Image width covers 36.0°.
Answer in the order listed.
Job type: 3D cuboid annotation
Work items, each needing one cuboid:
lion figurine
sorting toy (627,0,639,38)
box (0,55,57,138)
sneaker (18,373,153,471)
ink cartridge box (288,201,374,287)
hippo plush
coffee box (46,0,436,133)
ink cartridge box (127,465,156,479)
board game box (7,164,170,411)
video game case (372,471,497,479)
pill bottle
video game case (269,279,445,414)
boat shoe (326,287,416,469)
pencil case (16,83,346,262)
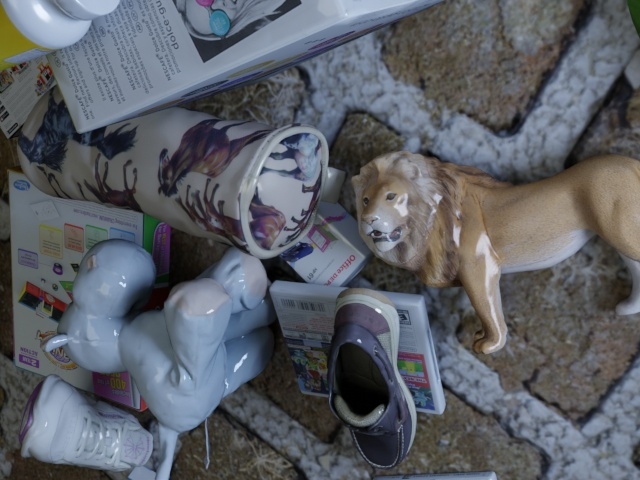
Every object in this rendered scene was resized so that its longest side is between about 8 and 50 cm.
[{"bbox_3d":[0.238,-0.015,1.070,0.392,0.142,0.240,-14,92,16],"label":"lion figurine"},{"bbox_3d":[0.395,-0.205,0.948,0.126,0.127,0.365,-30,88,2],"label":"sorting toy"},{"bbox_3d":[-0.397,-0.244,1.368,0.207,0.036,0.114,-33,89,32],"label":"box"},{"bbox_3d":[-0.315,0.259,1.365,0.152,0.305,0.114,13,79,8],"label":"sneaker"},{"bbox_3d":[0.000,0.000,1.229,0.122,0.052,0.088,44,121,7],"label":"ink cartridge box"},{"bbox_3d":[-0.206,0.117,1.271,0.237,0.234,0.294,22,107,22],"label":"hippo plush"},{"bbox_3d":[-0.093,-0.341,1.001,0.334,0.338,0.338,-17,98,32],"label":"coffee box"},{"bbox_3d":[-0.254,0.368,1.479,0.048,0.028,0.083,27,156,18],"label":"ink cartridge box"},{"bbox_3d":[-0.335,0.063,1.416,0.242,0.064,0.316,14,112,23],"label":"board game box"},{"bbox_3d":[0.168,0.393,1.285,0.173,0.022,0.190,-11,102,29],"label":"video game case"},{"bbox_3d":[-0.270,-0.214,0.880,0.184,0.103,0.103,-10,101,33],"label":"pill bottle"},{"bbox_3d":[0.047,0.133,1.230,0.201,0.023,0.183,4,128,26],"label":"video game case"},{"bbox_3d":[0.054,0.187,1.187,0.103,0.092,0.285,10,131,20],"label":"boat shoe"},{"bbox_3d":[-0.181,-0.093,1.188,0.410,0.183,0.159,15,89,33],"label":"pencil case"}]
